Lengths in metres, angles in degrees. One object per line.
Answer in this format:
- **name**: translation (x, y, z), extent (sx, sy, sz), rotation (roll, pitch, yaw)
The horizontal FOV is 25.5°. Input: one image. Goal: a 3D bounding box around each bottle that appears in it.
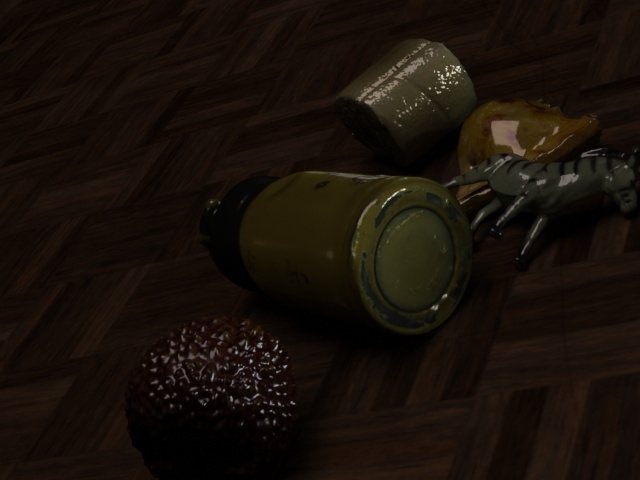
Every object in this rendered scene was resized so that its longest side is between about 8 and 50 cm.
- **bottle**: translation (0.000, 0.000, 1.622), extent (0.171, 0.171, 0.351), rotation (-41, 28, -25)

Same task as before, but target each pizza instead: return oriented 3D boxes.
- **pizza**: translation (0.211, -0.111, 1.720), extent (0.204, 0.080, 0.188), rotation (-36, 27, -11)

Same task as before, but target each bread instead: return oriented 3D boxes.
- **bread**: translation (0.113, -0.182, 1.882), extent (0.141, 0.134, 0.148), rotation (-40, 16, -13)

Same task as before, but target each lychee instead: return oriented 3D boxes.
- **lychee**: translation (-0.106, 0.158, 1.431), extent (0.188, 0.188, 0.188), rotation (-22, 26, 12)

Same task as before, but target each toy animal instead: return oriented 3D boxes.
- **toy animal**: translation (0.239, -0.058, 1.581), extent (0.176, 0.073, 0.217), rotation (-44, 36, -15)
